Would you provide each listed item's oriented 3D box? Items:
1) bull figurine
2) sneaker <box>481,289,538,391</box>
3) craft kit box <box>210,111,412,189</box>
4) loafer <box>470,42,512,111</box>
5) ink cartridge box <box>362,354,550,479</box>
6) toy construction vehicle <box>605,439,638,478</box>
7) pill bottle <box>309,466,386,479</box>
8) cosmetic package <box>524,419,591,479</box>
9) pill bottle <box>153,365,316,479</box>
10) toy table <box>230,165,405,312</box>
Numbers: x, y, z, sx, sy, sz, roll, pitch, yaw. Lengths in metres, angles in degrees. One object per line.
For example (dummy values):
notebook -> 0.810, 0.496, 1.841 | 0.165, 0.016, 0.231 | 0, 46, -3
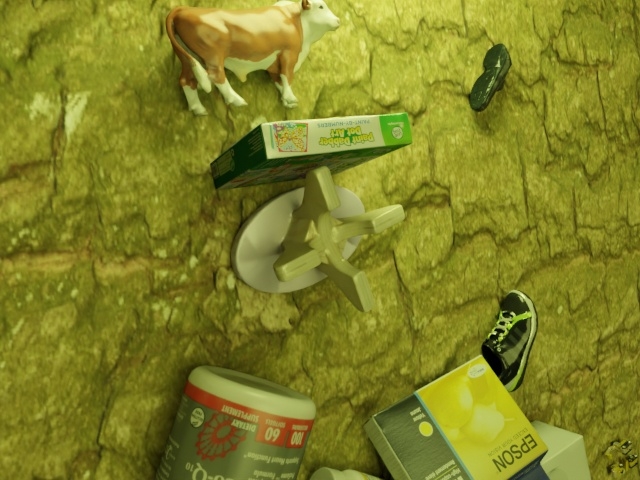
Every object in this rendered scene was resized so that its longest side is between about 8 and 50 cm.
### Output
bull figurine -> -0.104, -0.320, 0.940 | 0.310, 0.101, 0.188 | -13, 97, -28
sneaker -> 0.406, 0.222, 1.214 | 0.097, 0.084, 0.234 | 12, 84, -26
craft kit box -> -0.024, -0.141, 0.897 | 0.247, 0.250, 0.061 | -14, 91, -26
loafer -> 0.382, -0.350, 1.221 | 0.061, 0.062, 0.170 | 33, 76, -29
ink cartridge box -> 0.286, 0.415, 1.066 | 0.303, 0.072, 0.307 | -19, 60, -30
toy construction vehicle -> 0.779, 0.563, 1.441 | 0.098, 0.035, 0.086 | -24, 111, -23
pill bottle -> 0.080, 0.493, 1.020 | 0.208, 0.119, 0.119 | 27, 77, -24
cosmetic package -> 0.469, 0.557, 1.214 | 0.224, 0.138, 0.224 | -18, 96, -27
pill bottle -> -0.153, 0.394, 0.847 | 0.210, 0.210, 0.363 | 21, 80, -26
toy table -> 0.000, 0.000, 0.953 | 0.274, 0.161, 0.252 | -39, 111, -22
